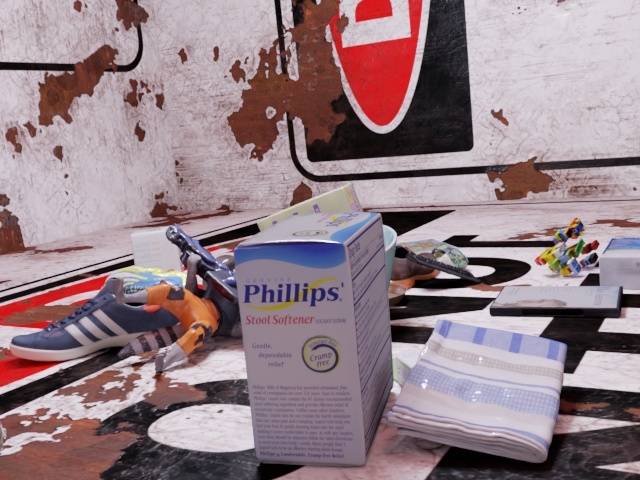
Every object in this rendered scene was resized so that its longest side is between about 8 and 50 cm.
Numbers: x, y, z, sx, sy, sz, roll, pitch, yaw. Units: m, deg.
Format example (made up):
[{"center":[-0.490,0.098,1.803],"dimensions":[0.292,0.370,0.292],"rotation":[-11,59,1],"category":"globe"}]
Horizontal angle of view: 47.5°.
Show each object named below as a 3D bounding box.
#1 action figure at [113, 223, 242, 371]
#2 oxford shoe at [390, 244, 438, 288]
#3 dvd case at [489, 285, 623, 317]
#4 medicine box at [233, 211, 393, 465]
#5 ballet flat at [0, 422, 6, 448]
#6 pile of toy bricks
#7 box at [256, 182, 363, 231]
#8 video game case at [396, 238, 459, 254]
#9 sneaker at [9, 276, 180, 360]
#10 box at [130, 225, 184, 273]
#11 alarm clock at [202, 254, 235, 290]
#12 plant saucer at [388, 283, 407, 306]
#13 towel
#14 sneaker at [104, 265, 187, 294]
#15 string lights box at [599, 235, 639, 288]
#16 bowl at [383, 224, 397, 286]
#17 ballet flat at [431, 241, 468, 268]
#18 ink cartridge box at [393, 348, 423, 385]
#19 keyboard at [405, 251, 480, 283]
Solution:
[{"center":[-0.269,0.124,1.500],"dimensions":[0.330,0.179,0.341],"rotation":[-7,41,-48],"category":"action figure"},{"center":[0.235,0.055,1.881],"dimensions":[0.096,0.098,0.271],"rotation":[0,10,30],"category":"oxford shoe"},{"center":[0.496,0.126,1.522],"dimensions":[0.253,0.022,0.180],"rotation":[-1,10,24],"category":"dvd case"},{"center":[0.004,0.120,1.012],"dimensions":[0.149,0.289,0.263],"rotation":[-3,9,14],"category":"medicine box"},{"center":[-0.552,0.299,0.980],"dimensions":[0.241,0.091,0.077],"rotation":[-7,-22,-33],"category":"ballet flat"},{"center":[0.613,0.036,1.833],"dimensions":[0.105,0.118,0.212],"rotation":[-35,3,44],"category":"pile of toy bricks"},{"center":[0.000,0.000,1.829],"dimensions":[0.243,0.214,0.117],"rotation":[-21,5,17],"category":"box"},{"center":[0.299,0.029,2.247],"dimensions":[0.193,0.023,0.212],"rotation":[-8,9,-12],"category":"video game case"},{"center":[-0.477,0.157,1.537],"dimensions":[0.350,0.148,0.131],"rotation":[-8,9,-15],"category":"sneaker"},{"center":[-0.474,0.052,2.125],"dimensions":[0.130,0.171,0.091],"rotation":[-7,10,-6],"category":"box"},{"center":[-0.233,0.114,1.773],"dimensions":[0.192,0.129,0.064],"rotation":[-42,28,-23],"category":"alarm clock"},{"center":[0.118,0.133,1.696],"dimensions":[0.168,0.029,0.168],"rotation":[-6,10,1],"category":"plant saucer"},{"center":[0.224,0.194,1.005],"dimensions":[0.209,0.034,0.285],"rotation":[8,24,21],"category":"towel"},{"center":[-0.473,0.122,1.944],"dimensions":[0.240,0.091,0.126],"rotation":[-4,10,4],"category":"sneaker"},{"center":[0.738,0.046,1.695],"dimensions":[0.133,0.077,0.259],"rotation":[0,11,29],"category":"string lights box"},{"center":[0.021,0.086,1.538],"dimensions":[0.311,0.163,0.311],"rotation":[-11,18,4],"category":"bowl"},{"center":[0.350,0.051,2.002],"dimensions":[0.070,0.070,0.188],"rotation":[-7,7,-6],"category":"ballet flat"},{"center":[0.201,0.195,1.184],"dimensions":[0.171,0.056,0.235],"rotation":[-9,12,-15],"category":"ink cartridge box"},{"center":[0.300,0.065,1.803],"dimensions":[0.180,0.023,0.108],"rotation":[19,3,-16],"category":"keyboard"}]
